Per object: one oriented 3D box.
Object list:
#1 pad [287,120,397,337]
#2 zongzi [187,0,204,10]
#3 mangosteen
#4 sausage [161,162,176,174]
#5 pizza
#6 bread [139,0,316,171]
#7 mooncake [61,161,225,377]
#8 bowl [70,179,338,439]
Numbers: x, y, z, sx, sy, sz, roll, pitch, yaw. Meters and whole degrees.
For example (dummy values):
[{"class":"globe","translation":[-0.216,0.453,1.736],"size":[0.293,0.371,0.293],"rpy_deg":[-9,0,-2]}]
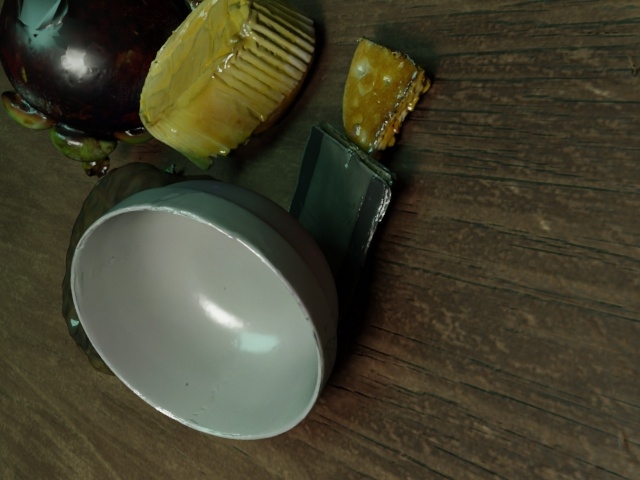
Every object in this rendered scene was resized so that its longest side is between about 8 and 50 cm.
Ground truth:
[{"class":"pad","translation":[-0.001,0.000,1.013],"size":[0.174,0.022,0.233],"rpy_deg":[46,124,48]},{"class":"zongzi","translation":[-0.185,-0.411,1.367],"size":[0.300,0.145,0.274],"rpy_deg":[141,128,-58]},{"class":"mangosteen","translation":[-0.329,-0.278,1.355],"size":[0.311,0.311,0.311],"rpy_deg":[-23,59,45]},{"class":"sausage","translation":[-0.277,0.000,1.377],"size":[0.269,0.032,0.033],"rpy_deg":[-61,39,15]},{"class":"pizza","translation":[0.072,-0.159,0.998],"size":[0.131,0.041,0.178],"rpy_deg":[-37,50,41]},{"class":"bread","translation":[-0.118,-0.215,1.180],"size":[0.250,0.133,0.179],"rpy_deg":[-40,44,31]},{"class":"mooncake","translation":[-0.215,0.042,1.179],"size":[0.290,0.161,0.291],"rpy_deg":[-21,62,47]},{"class":"bowl","translation":[-0.102,0.053,0.954],"size":[0.287,0.287,0.144],"rpy_deg":[-32,15,40]}]
